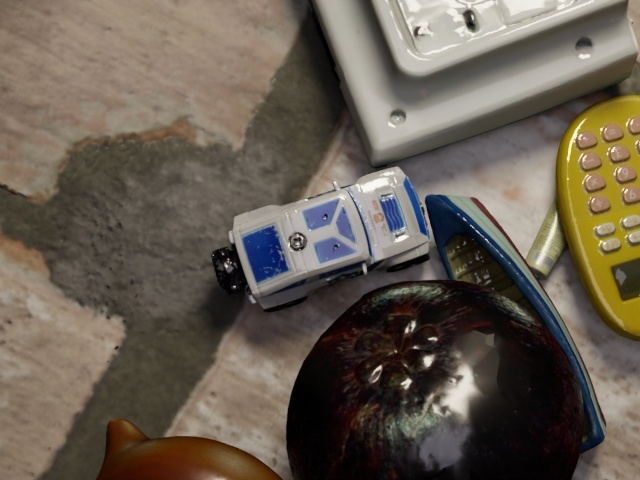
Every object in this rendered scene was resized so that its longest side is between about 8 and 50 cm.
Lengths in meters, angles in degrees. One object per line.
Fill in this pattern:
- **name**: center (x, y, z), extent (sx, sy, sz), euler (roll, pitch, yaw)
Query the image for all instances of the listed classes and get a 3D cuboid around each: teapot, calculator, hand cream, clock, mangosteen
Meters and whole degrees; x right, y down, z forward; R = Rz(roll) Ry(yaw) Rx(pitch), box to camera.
- **teapot**: center (-0.061, 0.219, 0.881), extent (0.252, 0.178, 0.135), euler (35, 44, -2)
- **calculator**: center (0.267, -0.003, 0.953), extent (0.146, 0.032, 0.235), euler (-16, 81, -10)
- **hand cream**: center (0.190, -0.007, 0.969), extent (0.035, 0.022, 0.102), euler (30, 77, 4)
- **clock**: center (0.103, -0.219, 0.954), extent (0.231, 0.116, 0.262), euler (-19, 81, -2)
- **mangosteen**: center (0.087, 0.136, 0.866), extent (0.216, 0.216, 0.216), euler (0, 81, 0)

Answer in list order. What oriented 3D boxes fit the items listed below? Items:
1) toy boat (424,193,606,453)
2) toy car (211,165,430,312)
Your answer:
- **toy boat**: center (0.152, 0.058, 0.938), extent (0.046, 0.080, 0.229), euler (-24, 81, -39)
- **toy car**: center (0.000, 0.000, 0.942), extent (0.170, 0.070, 0.080), euler (-18, 82, -3)
